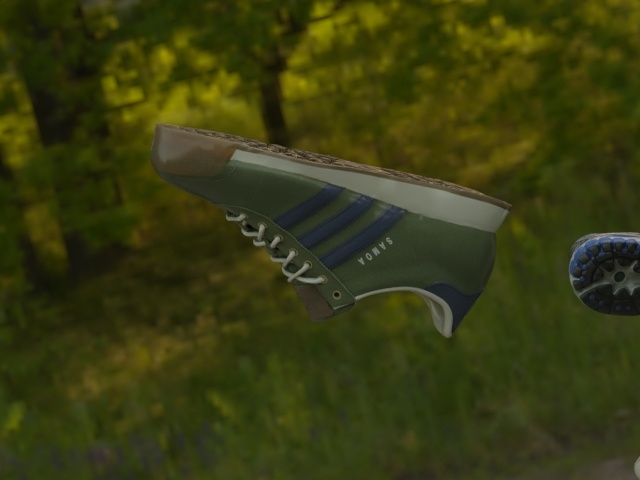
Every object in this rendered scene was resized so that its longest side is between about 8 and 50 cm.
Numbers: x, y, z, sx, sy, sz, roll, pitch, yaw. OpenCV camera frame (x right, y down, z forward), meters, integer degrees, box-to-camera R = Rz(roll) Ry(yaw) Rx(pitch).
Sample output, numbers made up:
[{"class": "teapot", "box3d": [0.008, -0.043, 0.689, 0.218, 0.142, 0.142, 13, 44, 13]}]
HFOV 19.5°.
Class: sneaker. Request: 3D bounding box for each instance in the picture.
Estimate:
[{"class": "sneaker", "box3d": [0.000, 0.000, 0.960, 0.192, 0.086, 0.064, 12, 6, -13]}, {"class": "sneaker", "box3d": [0.196, 0.017, 0.995, 0.135, 0.052, 0.058, 12, 13, -8]}]

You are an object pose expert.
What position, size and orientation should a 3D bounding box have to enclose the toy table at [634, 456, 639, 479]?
[{"class": "toy table", "box3d": [0.368, 0.128, 1.377, 0.252, 0.161, 0.274, -51, 27, -11]}]
